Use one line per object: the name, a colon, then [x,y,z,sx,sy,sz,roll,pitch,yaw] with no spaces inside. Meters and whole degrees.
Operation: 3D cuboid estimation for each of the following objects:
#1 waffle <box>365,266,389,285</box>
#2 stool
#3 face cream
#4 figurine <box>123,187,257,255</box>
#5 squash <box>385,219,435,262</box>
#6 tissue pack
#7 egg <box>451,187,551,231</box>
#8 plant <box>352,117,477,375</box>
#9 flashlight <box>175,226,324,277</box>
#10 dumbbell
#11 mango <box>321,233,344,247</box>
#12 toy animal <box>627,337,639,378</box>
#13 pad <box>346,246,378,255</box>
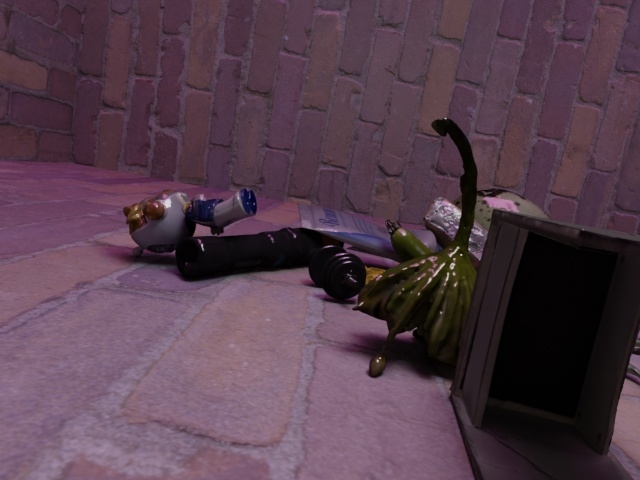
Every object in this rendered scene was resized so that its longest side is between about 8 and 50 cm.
waffle: [0.208,0.109,1.019,0.249,0.056,0.261,9,5,-12]
stool: [0.246,0.109,0.443,0.170,0.244,0.269,11,9,6]
face cream: [0.139,-0.008,1.273,0.419,0.137,0.235,17,18,-10]
figurine: [-0.270,-0.049,0.981,0.274,0.133,0.194,-11,5,-11]
squash: [0.278,0.060,1.164,0.318,0.080,0.071,33,25,-12]
tissue pack: [0.408,-0.007,1.364,0.215,0.123,0.257,41,-3,19]
egg: [0.606,-0.025,1.586,0.379,0.288,0.287,32,17,24]
plant: [0.206,0.037,0.669,0.250,0.334,0.180,19,18,-32]
flashlight: [-0.139,0.022,1.051,0.103,0.103,0.423,16,11,32]
dumbbell: [0.034,0.064,0.968,0.099,0.099,0.208,7,9,-20]
mango: [0.005,0.001,1.375,0.111,0.090,0.163,6,2,-19]
toy animal: [0.430,0.172,0.781,0.254,0.090,0.170,14,6,11]
pad: [0.196,0.041,1.603,0.190,0.004,0.127,14,9,19]
